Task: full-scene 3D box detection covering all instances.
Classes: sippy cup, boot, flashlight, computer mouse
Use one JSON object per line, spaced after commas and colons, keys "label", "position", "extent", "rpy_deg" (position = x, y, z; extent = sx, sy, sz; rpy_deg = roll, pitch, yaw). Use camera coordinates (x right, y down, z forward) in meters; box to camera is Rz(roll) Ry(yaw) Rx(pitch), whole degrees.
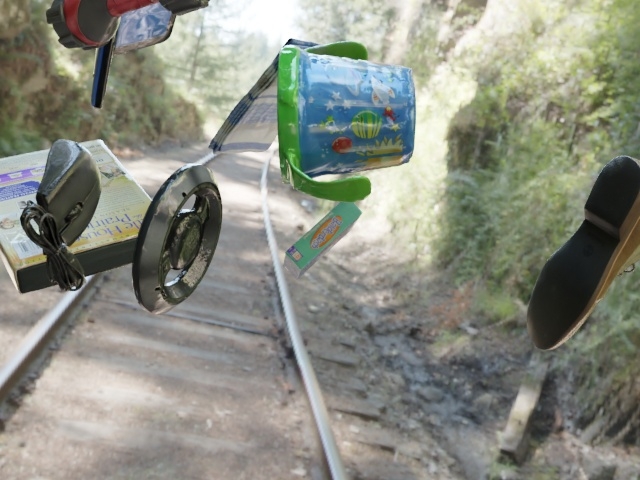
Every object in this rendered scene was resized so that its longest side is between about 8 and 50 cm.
{"label": "sippy cup", "position": [0.046, -0.211, 1.304], "extent": [0.224, 0.305, 0.240], "rpy_deg": [0, -2, 2]}
{"label": "boot", "position": [0.399, 0.035, 1.073], "extent": [0.115, 0.305, 0.112], "rpy_deg": [11, 28, -27]}
{"label": "flashlight", "position": [-0.281, -0.354, 1.138], "extent": [0.304, 0.103, 0.103], "rpy_deg": [1, -27, 38]}
{"label": "computer mouse", "position": [-0.414, -0.065, 1.286], "extent": [0.072, 0.188, 0.272], "rpy_deg": [-9, 48, 4]}

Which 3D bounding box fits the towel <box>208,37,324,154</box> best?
{"label": "towel", "position": [-0.087, -0.282, 1.544], "extent": [0.034, 0.285, 0.209], "rpy_deg": [49, 26, 14]}

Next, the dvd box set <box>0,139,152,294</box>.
{"label": "dvd box set", "position": [-0.514, -0.067, 1.544], "extent": [0.308, 0.062, 0.420], "rpy_deg": [-18, 40, -29]}

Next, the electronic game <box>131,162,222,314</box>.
{"label": "electronic game", "position": [-0.207, -0.002, 1.121], "extent": [0.048, 0.229, 0.229], "rpy_deg": [17, 8, 15]}

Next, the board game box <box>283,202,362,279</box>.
{"label": "board game box", "position": [0.000, 0.000, 1.507], "extent": [0.047, 0.160, 0.210], "rpy_deg": [47, -8, 4]}

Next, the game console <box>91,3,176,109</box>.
{"label": "game console", "position": [-0.386, -0.447, 1.644], "extent": [0.174, 0.250, 0.293], "rpy_deg": [6, -28, -19]}
